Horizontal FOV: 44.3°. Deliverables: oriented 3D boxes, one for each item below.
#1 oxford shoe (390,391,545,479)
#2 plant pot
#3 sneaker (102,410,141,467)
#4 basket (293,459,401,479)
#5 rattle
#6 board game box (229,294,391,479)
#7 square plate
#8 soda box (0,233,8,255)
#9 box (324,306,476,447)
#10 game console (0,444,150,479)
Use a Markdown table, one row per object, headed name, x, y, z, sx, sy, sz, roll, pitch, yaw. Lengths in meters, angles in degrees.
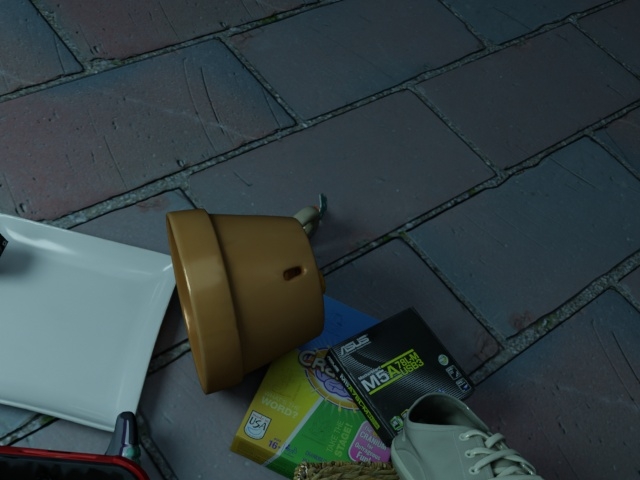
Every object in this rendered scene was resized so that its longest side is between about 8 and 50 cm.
| name | x | y | z | sx | sy | sz | roll | pitch | yaw |
| --- | --- | --- | --- | --- | --- | --- | --- | --- | --- |
| oxford shoe | 0.218 | 0.322 | 1.017 | 0.169 | 0.130 | 0.449 | 10 | 10 | -20 |
| plant pot | -0.118 | 0.080 | 1.255 | 0.203 | 0.291 | 0.291 | -11 | 57 | -13 |
| sneaker | -0.311 | 0.355 | 1.121 | 0.098 | 0.083 | 0.224 | 0 | 65 | -6 |
| basket | 0.112 | 0.458 | 1.126 | 0.299 | 0.214 | 0.223 | 7 | 9 | -27 |
| rattle | 0.000 | 0.000 | 1.492 | 0.142 | 0.130 | 0.199 | 25 | 22 | 19 |
| board game box | 0.023 | 0.258 | 1.322 | 0.242 | 0.064 | 0.317 | 24 | 50 | 2 |
| square plate | -0.437 | 0.131 | 1.293 | 0.347 | 0.049 | 0.344 | 15 | 50 | -6 |
| soda box | -0.598 | 0.016 | 1.277 | 0.168 | 0.053 | 0.060 | -8 | 47 | 20 |
| box | 0.133 | 0.222 | 1.312 | 0.190 | 0.045 | 0.184 | -22 | 64 | -30 |
| game console | -0.422 | 0.438 | 1.003 | 0.386 | 0.060 | 0.342 | 8 | 75 | -9 |
